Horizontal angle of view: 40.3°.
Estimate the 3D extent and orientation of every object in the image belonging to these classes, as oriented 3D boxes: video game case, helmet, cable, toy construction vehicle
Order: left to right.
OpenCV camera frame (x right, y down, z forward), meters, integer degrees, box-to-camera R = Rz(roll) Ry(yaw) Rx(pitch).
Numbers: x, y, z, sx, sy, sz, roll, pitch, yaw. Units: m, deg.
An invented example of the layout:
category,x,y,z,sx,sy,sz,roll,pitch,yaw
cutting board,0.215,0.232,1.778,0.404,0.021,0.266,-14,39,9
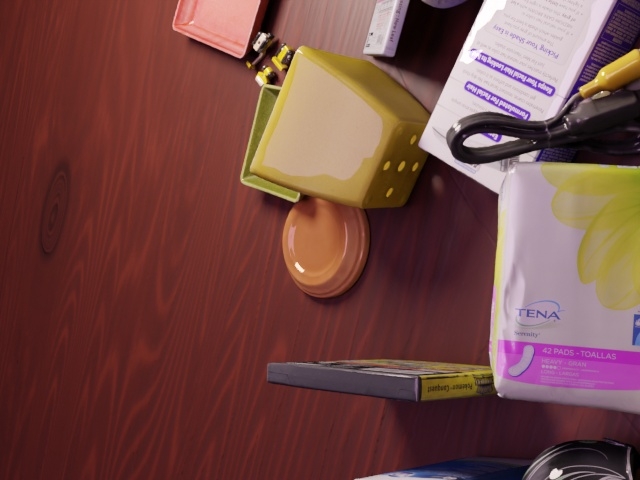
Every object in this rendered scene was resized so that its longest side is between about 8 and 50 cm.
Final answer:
category,x,y,z,sx,sy,sz,roll,pitch,yaw
toy construction vehicle,-0.093,-0.340,1.625,0.086,0.035,0.098,51,124,22
video game case,0.114,-0.379,1.338,0.212,0.023,0.193,-109,34,-77
video game case,0.107,0.192,1.224,0.275,0.248,0.035,-3,84,45
cable,0.302,-0.148,1.087,0.287,0.139,0.072,-15,48,11
helmet,0.320,0.332,1.065,0.161,0.169,0.169,-19,73,26

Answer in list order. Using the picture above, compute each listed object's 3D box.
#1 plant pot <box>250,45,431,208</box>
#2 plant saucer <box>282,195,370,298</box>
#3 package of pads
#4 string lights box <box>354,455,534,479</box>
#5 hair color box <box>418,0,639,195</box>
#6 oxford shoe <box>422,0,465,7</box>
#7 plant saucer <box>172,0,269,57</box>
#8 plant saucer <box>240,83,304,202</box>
category,x,y,z,sx,sy,sz,roll,pitch,yaw
plant pot,0.055,-0.155,1.352,0.187,0.212,0.212,33,110,27
plant saucer,0.000,0.000,1.498,0.200,0.037,0.200,-5,83,45
package of pads,0.326,0.054,1.061,0.229,0.101,0.296,4,89,14
string lights box,0.180,0.334,1.134,0.133,0.260,0.076,-10,80,45
hair color box,0.291,-0.234,1.176,0.185,0.110,0.339,38,112,37
oxford shoe,0.246,-0.537,1.208,0.130,0.169,0.449,35,104,38
plant saucer,-0.173,-0.507,1.704,0.258,0.048,0.259,31,109,42
plant saucer,-0.057,-0.173,1.551,0.188,0.045,0.188,22,100,50
